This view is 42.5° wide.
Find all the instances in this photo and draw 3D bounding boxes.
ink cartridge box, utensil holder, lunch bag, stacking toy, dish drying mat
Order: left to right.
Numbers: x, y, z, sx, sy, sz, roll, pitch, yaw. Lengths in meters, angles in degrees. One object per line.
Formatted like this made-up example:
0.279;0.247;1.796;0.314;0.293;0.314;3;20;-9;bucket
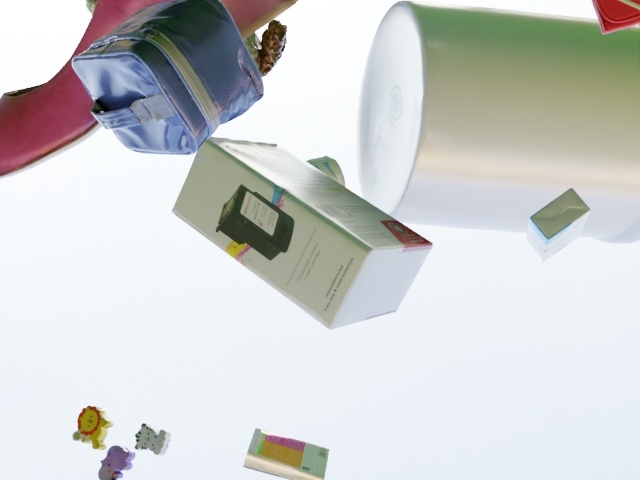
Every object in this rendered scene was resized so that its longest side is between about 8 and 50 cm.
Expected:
-0.292;0.342;1.110;0.052;0.167;0.221;10;-104;24;stacking toy
-0.088;-0.085;0.442;0.098;0.067;0.065;7;-137;50;lunch bag
-0.014;-0.011;0.679;0.175;0.072;0.127;34;-162;24;ink cartridge box
0.275;-0.169;1.172;0.385;0.328;0.328;4;-135;-14;utensil holder
0.218;-0.012;0.765;0.048;0.083;0.028;-35;-110;-2;ink cartridge box
0.181;-0.134;0.422;0.083;0.008;0.032;-19;-93;5;dish drying mat

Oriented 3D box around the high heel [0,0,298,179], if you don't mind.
-0.216;-0.202;0.740;0.377;0.181;0.127;-32;-160;1;high heel

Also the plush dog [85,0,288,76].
-0.174;-0.308;1.178;0.262;0.225;0.210;-21;-175;-1;plush dog

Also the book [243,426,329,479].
-0.058;0.388;1.483;0.144;0.035;0.096;17;-159;1;book

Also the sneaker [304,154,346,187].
0.000;0.000;1.048;0.086;0.237;0.085;-20;-143;-9;sneaker
